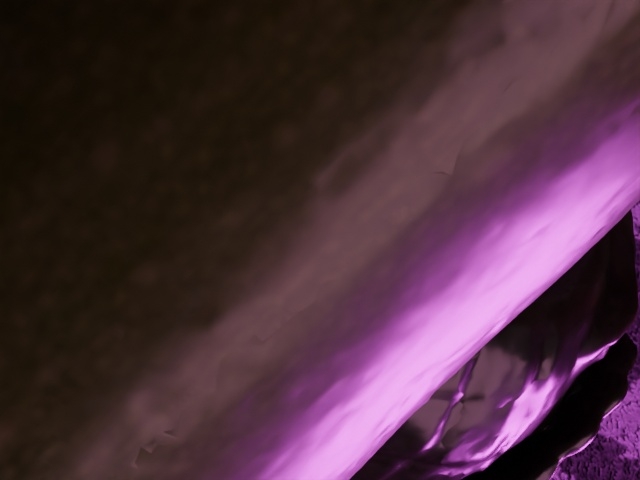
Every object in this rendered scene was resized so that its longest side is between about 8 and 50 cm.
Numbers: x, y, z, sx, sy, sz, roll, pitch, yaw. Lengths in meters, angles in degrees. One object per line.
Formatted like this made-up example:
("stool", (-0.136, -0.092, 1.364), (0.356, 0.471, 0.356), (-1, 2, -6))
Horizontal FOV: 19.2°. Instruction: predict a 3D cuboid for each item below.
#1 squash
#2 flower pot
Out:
("squash", (-0.049, -0.059, 0.518), (0.384, 0.263, 0.263), (-44, 170, 8))
("flower pot", (0.000, 0.000, 0.885), (0.213, 0.302, 0.302), (-43, 172, 39))
